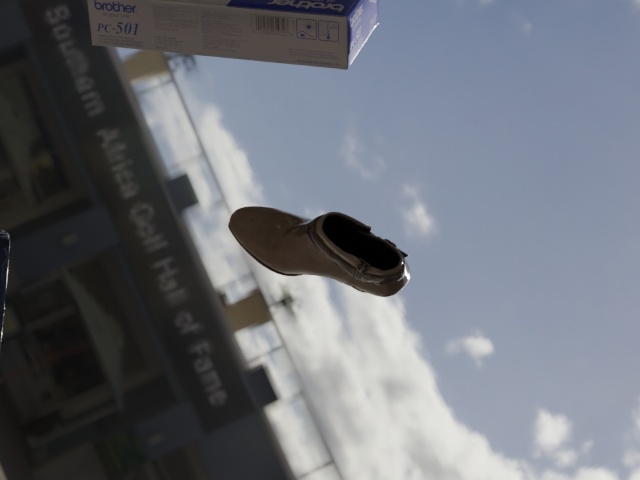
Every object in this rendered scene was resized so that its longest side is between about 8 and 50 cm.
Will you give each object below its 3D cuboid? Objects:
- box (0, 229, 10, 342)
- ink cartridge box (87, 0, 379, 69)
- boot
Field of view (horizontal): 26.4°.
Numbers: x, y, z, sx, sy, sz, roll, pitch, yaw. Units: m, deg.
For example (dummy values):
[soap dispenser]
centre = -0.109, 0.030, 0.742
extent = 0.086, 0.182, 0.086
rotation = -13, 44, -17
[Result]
[box]
centre = -0.291, 0.030, 0.772
extent = 0.207, 0.153, 0.108
rotation = 14, -81, 53
[ink cartridge box]
centre = -0.065, -0.179, 1.056
extent = 0.097, 0.207, 0.046
rotation = -61, 155, -56
[boot]
centre = 0.000, 0.000, 0.835
extent = 0.118, 0.042, 0.087
rotation = 22, -14, 0
